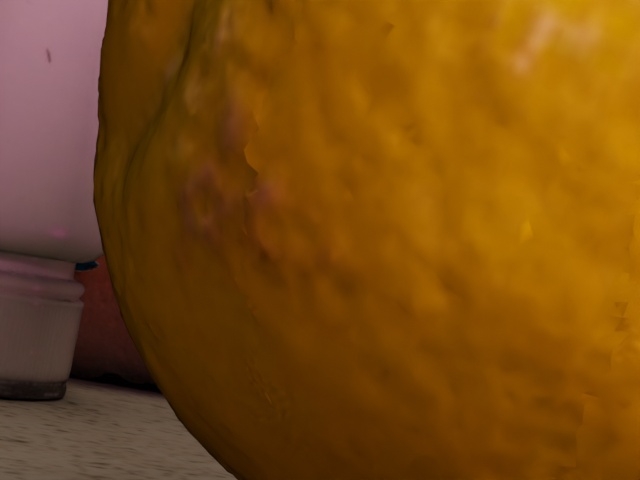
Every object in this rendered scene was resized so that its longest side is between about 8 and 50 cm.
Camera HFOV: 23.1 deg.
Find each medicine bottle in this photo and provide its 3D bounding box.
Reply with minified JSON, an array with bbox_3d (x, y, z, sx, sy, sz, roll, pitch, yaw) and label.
[{"bbox_3d":[-0.173,-0.052,0.841,0.143,0.258,0.143,9,-1,0],"label":"medicine bottle"}]

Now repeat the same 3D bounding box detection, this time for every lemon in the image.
[{"bbox_3d":[0.097,-0.037,0.492,0.348,0.348,0.348,10,-1,0],"label":"lemon"}]

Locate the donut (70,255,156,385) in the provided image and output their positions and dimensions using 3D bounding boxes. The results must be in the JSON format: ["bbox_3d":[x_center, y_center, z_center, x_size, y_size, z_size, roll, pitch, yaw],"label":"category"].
[{"bbox_3d":[-0.127,0.013,1.057,0.317,0.150,0.299,11,0,34],"label":"donut"}]
